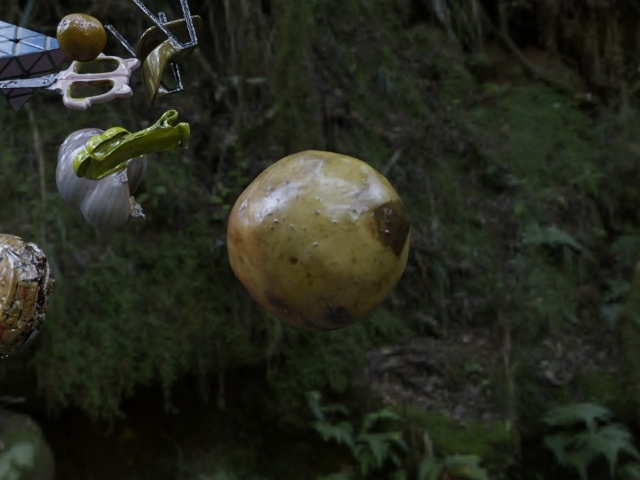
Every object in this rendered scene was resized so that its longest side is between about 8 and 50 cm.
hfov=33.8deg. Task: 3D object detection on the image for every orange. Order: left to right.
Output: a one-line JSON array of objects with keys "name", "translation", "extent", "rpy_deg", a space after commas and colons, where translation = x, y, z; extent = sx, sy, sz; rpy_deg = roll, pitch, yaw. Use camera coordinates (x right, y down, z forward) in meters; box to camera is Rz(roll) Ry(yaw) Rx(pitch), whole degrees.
[{"name": "orange", "translation": [-0.393, -0.333, 1.731], "extent": [0.085, 0.085, 0.085], "rpy_deg": [-4, 0, 0]}]

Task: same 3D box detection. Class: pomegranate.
[{"name": "pomegranate", "translation": [0.000, 0.000, 1.588], "extent": [0.281, 0.281, 0.281], "rpy_deg": [-4, 0, 0]}]

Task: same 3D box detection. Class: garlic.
[{"name": "garlic", "translation": [-0.370, -0.121, 2.016], "extent": [0.256, 0.207, 0.207], "rpy_deg": [-14, 1, -5]}]

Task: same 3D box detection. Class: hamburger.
[{"name": "hamburger", "translation": [-0.554, 0.097, 1.828], "extent": [0.231, 0.231, 0.106], "rpy_deg": [-4, -22, 41]}]

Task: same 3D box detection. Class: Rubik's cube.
[{"name": "Rubik's cube", "translation": [-0.644, -0.393, 2.234], "extent": [0.190, 0.211, 0.178], "rpy_deg": [-16, 8, 15]}]

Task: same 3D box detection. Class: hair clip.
[{"name": "hair clip", "translation": [-0.254, -0.127, 1.397], "extent": [0.173, 0.046, 0.072], "rpy_deg": [-27, -26, -35]}]

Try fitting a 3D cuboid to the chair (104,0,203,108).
[{"name": "chair", "translation": [-0.320, -0.396, 2.114], "extent": [0.172, 0.247, 0.159], "rpy_deg": [-23, -17, -28]}]

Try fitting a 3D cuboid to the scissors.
[{"name": "scissors", "translation": [-0.512, -0.309, 2.054], "extent": [0.317, 0.160, 0.024], "rpy_deg": [-2, -38, 9]}]
